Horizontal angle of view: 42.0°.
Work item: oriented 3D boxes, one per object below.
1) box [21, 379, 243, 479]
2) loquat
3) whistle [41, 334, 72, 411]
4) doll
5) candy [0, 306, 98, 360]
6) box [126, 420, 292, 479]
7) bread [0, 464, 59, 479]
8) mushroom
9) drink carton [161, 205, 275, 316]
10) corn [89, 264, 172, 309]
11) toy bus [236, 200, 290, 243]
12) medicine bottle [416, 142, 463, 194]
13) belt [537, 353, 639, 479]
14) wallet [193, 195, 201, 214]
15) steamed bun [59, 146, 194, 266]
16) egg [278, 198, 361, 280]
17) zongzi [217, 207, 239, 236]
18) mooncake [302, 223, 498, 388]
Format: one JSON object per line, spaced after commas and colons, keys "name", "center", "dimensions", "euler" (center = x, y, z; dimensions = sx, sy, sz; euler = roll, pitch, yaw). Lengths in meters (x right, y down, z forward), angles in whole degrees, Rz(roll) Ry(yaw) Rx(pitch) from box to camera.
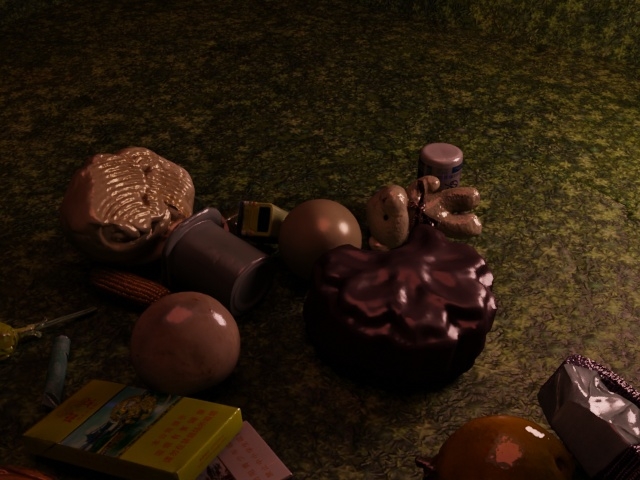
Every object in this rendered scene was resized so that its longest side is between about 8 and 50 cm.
{"name": "box", "center": [-0.321, 0.325, 1.425], "dimensions": [0.335, 0.047, 0.187], "euler": [4, 26, 28]}
{"name": "loquat", "center": [0.271, 0.373, 1.323], "dimensions": [0.246, 0.213, 0.213], "euler": [6, 34, 6]}
{"name": "whistle", "center": [-0.508, 0.255, 1.604], "dimensions": [0.039, 0.039, 0.186], "euler": [-3, 34, -7]}
{"name": "doll", "center": [0.243, -0.068, 1.985], "dimensions": [0.278, 0.149, 0.175], "euler": [-5, 52, 8]}
{"name": "candy", "center": [-0.577, 0.178, 1.704], "dimensions": [0.262, 0.077, 0.073], "euler": [-18, 16, -40]}
{"name": "box", "center": [-0.182, 0.407, 1.370], "dimensions": [0.233, 0.067, 0.149], "euler": [-20, 38, -30]}
{"name": "bread", "center": [-0.484, 0.441, 1.275], "dimensions": [0.199, 0.104, 0.199], "euler": [-2, 37, 1]}
{"name": "mushroom", "center": [-0.251, 0.187, 1.581], "dimensions": [0.206, 0.206, 0.209], "euler": [2, 28, 1]}
{"name": "drink carton", "center": [-0.219, 0.057, 1.791], "dimensions": [0.190, 0.191, 0.185], "euler": [32, 42, 28]}
{"name": "corn", "center": [-0.413, 0.105, 1.805], "dimensions": [0.207, 0.068, 0.068], "euler": [19, 38, 19]}
{"name": "toy bus", "center": [-0.126, -0.037, 1.933], "dimensions": [0.101, 0.088, 0.175], "euler": [3, -6, 16]}
{"name": "medicine bottle", "center": [0.294, -0.140, 2.084], "dimensions": [0.107, 0.191, 0.107], "euler": [1, 34, -1]}
{"name": "belt", "center": [0.503, 0.326, 1.387], "dimensions": [0.260, 0.122, 0.325], "euler": [19, 26, -36]}
{"name": "wallet", "center": [-0.402, -0.043, 2.038], "dimensions": [0.160, 0.055, 0.236], "euler": [10, 42, 8]}
{"name": "steamed bun", "center": [-0.444, -0.056, 1.870], "dimensions": [0.276, 0.203, 0.289], "euler": [27, 43, -21]}
{"name": "egg", "center": [0.000, 0.000, 1.846], "dimensions": [0.186, 0.186, 0.242], "euler": [-6, -5, -12]}
{"name": "zongzi", "center": [-0.192, -0.024, 2.039], "dimensions": [0.154, 0.062, 0.130], "euler": [-8, 53, -41]}
{"name": "mooncake", "center": [0.173, 0.129, 1.686], "dimensions": [0.381, 0.212, 0.350], "euler": [-21, 47, -27]}
